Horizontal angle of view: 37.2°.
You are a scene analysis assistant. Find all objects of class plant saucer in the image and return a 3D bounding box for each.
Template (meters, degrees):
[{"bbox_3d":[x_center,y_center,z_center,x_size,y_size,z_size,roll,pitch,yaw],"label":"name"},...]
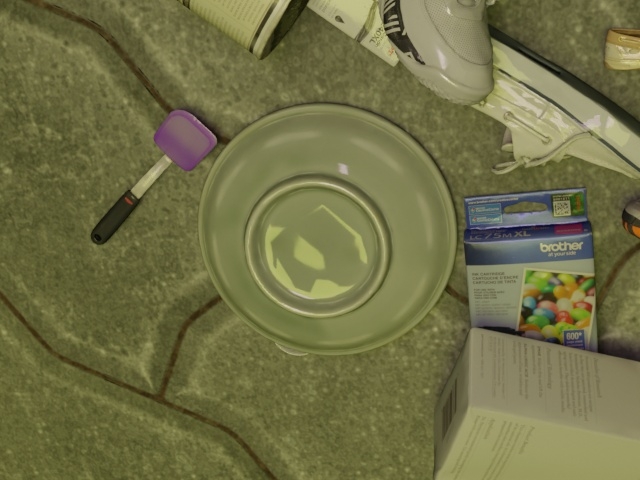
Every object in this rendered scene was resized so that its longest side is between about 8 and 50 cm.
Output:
[{"bbox_3d":[0.000,0.000,1.409,0.400,0.100,0.400,3,107,10],"label":"plant saucer"}]

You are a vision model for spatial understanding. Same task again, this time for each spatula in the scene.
[{"bbox_3d":[-0.275,-0.089,1.487,0.084,0.030,0.296,44,114,-6],"label":"spatula"}]

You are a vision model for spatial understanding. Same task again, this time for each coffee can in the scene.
[{"bbox_3d":[-0.135,-0.396,1.240,0.275,0.201,0.201,35,114,-3],"label":"coffee can"}]

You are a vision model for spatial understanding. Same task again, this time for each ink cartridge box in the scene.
[{"bbox_3d":[0.314,0.081,1.414,0.186,0.065,0.311,-3,109,13],"label":"ink cartridge box"},{"bbox_3d":[0.076,-0.326,1.298,0.150,0.063,0.109,34,114,-2],"label":"ink cartridge box"}]

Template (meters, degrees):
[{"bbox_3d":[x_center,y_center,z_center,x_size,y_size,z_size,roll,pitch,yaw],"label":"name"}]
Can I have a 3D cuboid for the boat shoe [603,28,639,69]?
[{"bbox_3d":[0.458,-0.260,1.242,0.170,0.063,0.059,-3,117,14],"label":"boat shoe"}]

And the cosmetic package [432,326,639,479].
[{"bbox_3d":[0.374,0.281,1.377,0.385,0.156,0.217,12,133,-2],"label":"cosmetic package"}]

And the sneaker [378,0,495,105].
[{"bbox_3d":[0.165,-0.357,1.127,0.210,0.137,0.366,-33,67,52],"label":"sneaker"}]

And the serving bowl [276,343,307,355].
[{"bbox_3d":[-0.036,0.143,1.530,0.083,0.027,0.083,4,112,11],"label":"serving bowl"}]

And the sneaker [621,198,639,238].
[{"bbox_3d":[0.545,0.072,1.324,0.321,0.124,0.180,24,113,2],"label":"sneaker"}]

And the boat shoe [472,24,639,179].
[{"bbox_3d":[0.288,-0.154,1.284,0.367,0.136,0.156,32,114,2],"label":"boat shoe"}]
